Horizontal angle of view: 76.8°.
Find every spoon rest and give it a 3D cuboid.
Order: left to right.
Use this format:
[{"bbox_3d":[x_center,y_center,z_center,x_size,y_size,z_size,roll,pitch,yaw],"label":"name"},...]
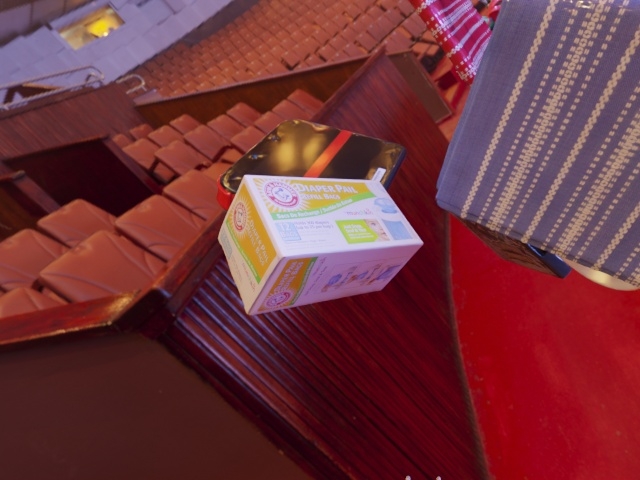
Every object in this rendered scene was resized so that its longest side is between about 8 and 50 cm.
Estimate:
[{"bbox_3d":[0.451,-0.009,0.729,0.084,0.276,0.137,-39,-23,-14],"label":"spoon rest"}]

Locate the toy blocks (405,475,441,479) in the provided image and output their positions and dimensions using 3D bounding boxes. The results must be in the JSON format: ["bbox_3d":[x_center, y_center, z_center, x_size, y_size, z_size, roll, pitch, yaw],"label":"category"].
[{"bbox_3d":[0.204,0.407,0.610,0.147,0.054,0.123,-5,-4,14],"label":"toy blocks"}]

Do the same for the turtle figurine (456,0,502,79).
[{"bbox_3d":[0.357,-0.385,0.793,0.176,0.233,0.118,-68,23,15],"label":"turtle figurine"}]

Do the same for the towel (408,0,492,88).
[{"bbox_3d":[0.219,-0.236,0.531,0.031,0.275,0.199,-32,12,42],"label":"towel"}]

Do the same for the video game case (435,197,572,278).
[{"bbox_3d":[0.403,-0.025,0.936,0.035,0.248,0.275,-49,4,5],"label":"video game case"}]

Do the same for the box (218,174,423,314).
[{"bbox_3d":[0.000,0.000,0.478,0.203,0.114,0.103,-5,-37,-38],"label":"box"}]

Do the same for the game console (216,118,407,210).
[{"bbox_3d":[-0.010,-0.154,0.919,0.387,0.341,0.060,-58,-19,-44],"label":"game console"}]

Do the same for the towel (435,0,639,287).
[{"bbox_3d":[0.294,-0.080,0.378,0.040,0.335,0.244,-36,-34,-47],"label":"towel"}]
